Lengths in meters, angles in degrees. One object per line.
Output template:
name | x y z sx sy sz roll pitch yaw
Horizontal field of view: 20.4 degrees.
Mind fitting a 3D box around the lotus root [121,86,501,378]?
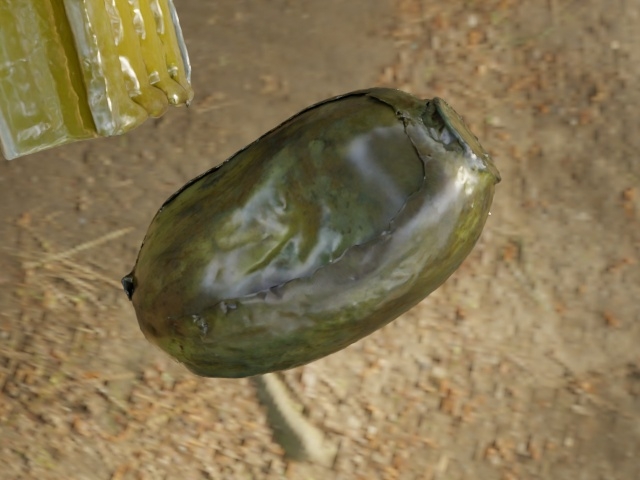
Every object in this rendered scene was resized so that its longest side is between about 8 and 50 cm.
lotus root | 0.000 0.000 1.246 0.152 0.275 0.160 39 29 -42

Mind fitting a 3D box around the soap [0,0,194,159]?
soap | -0.198 -0.223 1.397 0.143 0.259 0.281 -13 98 14
